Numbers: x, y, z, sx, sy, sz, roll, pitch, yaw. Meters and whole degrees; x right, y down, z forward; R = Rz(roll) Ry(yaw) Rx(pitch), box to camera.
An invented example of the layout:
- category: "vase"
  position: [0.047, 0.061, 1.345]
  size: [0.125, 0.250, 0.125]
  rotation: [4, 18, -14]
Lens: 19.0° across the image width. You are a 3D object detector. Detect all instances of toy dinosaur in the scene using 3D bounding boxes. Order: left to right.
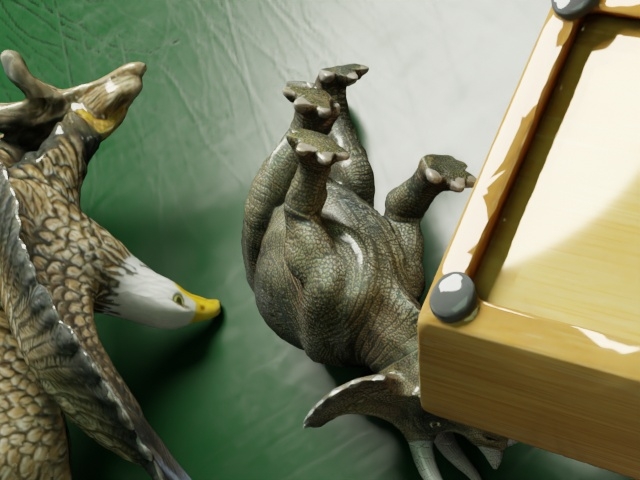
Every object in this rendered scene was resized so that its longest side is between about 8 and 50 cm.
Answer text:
- category: "toy dinosaur"
  position: [0.000, 0.000, 1.046]
  size: [0.313, 0.121, 0.160]
  rotation: [49, 129, 50]

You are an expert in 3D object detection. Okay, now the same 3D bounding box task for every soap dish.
- category: "soap dish"
  position: [0.196, 0.001, 0.856]
  size: [0.291, 0.118, 0.229]
  rotation: [14, 73, 36]

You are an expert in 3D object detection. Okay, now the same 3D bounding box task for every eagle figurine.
- category: "eagle figurine"
  position: [-0.160, 0.042, 1.086]
  size: [0.225, 0.226, 0.298]
  rotation: [-1, 60, 8]
